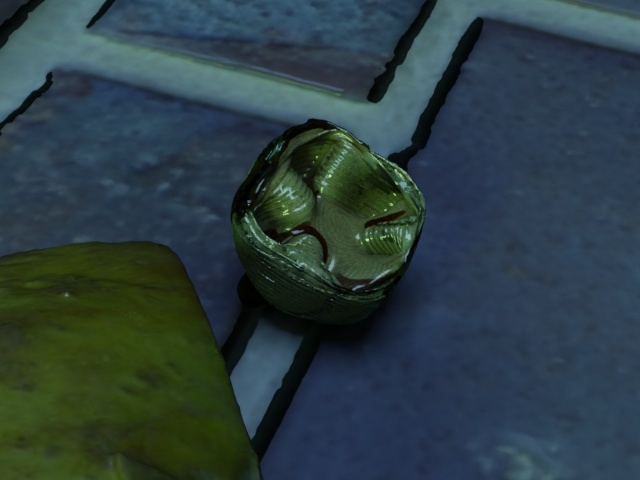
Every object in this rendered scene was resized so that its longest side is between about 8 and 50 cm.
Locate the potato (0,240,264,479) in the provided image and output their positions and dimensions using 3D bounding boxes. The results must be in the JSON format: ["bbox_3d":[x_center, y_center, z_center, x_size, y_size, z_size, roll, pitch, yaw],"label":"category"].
[{"bbox_3d":[-0.095,0.097,0.582,0.176,0.141,0.298,15,40,-2],"label":"potato"}]

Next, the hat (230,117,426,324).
[{"bbox_3d":[-0.001,0.000,0.777,0.076,0.059,0.077,29,48,4],"label":"hat"}]
